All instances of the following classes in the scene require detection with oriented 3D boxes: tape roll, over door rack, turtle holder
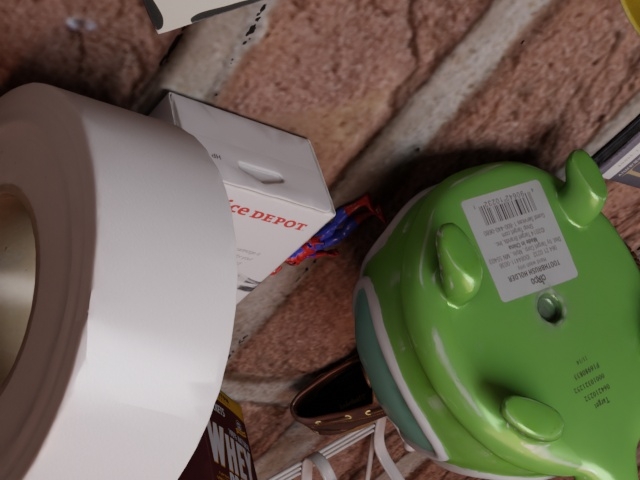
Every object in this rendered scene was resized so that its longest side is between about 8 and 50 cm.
[{"bbox_3d":[-0.176,0.046,0.745,0.100,0.286,0.286,14,136,-39],"label":"tape roll"},{"bbox_3d":[-0.014,0.350,1.351,0.239,0.108,0.324,-24,152,-28],"label":"over door rack"},{"bbox_3d":[0.165,0.098,0.967,0.320,0.243,0.227,44,147,-8],"label":"turtle holder"}]

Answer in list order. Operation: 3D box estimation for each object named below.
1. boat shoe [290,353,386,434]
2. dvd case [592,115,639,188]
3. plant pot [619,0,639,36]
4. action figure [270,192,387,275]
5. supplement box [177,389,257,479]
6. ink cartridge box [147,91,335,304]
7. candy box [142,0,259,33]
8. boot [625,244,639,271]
[{"bbox_3d":[0.063,0.145,1.180,0.207,0.073,0.073,-33,145,23],"label":"boat shoe"},{"bbox_3d":[0.368,-0.091,1.022,0.221,0.018,0.164,12,137,-36],"label":"dvd case"},{"bbox_3d":[0.276,-0.189,0.760,0.095,0.134,0.134,-29,153,-27],"label":"plant pot"},{"bbox_3d":[0.000,0.000,0.986,0.115,0.030,0.038,-27,150,19],"label":"action figure"},{"bbox_3d":[-0.167,0.264,1.142,0.191,0.194,0.129,-23,147,10],"label":"supplement box"},{"bbox_3d":[-0.105,-0.009,0.875,0.139,0.082,0.190,16,133,-40],"label":"ink cartridge box"},{"bbox_3d":[-0.049,-0.229,0.590,0.159,0.071,0.233,-17,146,0],"label":"candy box"},{"bbox_3d":[0.235,0.033,1.111,0.158,0.059,0.084,14,141,-40],"label":"boot"}]
